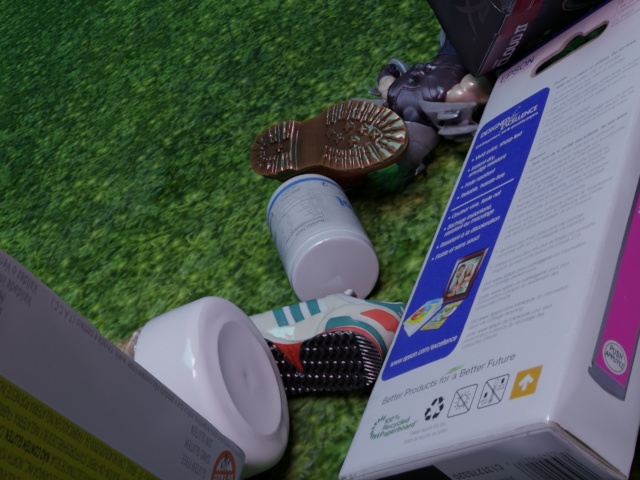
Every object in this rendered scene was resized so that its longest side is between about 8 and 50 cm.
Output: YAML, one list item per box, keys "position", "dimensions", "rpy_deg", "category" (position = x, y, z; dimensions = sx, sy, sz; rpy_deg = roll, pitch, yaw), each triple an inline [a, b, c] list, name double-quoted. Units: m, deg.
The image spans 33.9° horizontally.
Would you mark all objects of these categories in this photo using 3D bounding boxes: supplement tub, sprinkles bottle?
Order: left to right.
- position: [-0.199, 0.157, 0.740]
  dimensions: [0.355, 0.121, 0.121]
  rpy_deg: [-24, 34, 18]
  category: "sprinkles bottle"
- position: [0.000, 0.000, 0.827]
  dimensions: [0.071, 0.071, 0.107]
  rpy_deg: [-31, 34, 4]
  category: "supplement tub"

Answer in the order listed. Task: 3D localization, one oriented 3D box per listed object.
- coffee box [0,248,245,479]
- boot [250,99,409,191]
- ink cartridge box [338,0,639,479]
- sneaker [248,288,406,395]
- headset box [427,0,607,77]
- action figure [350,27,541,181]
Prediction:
- position: [-0.286, 0.170, 0.473]
  dimensions: [0.337, 0.338, 0.335]
  rpy_deg: [7, 65, 22]
  category: "coffee box"
- position: [0.024, -0.074, 0.887]
  dimensions: [0.157, 0.084, 0.059]
  rpy_deg: [-4, 72, 43]
  category: "boot"
- position: [0.140, -0.008, 0.659]
  dimensions: [0.175, 0.069, 0.371]
  rpy_deg: [-30, 29, 50]
  category: "ink cartridge box"
- position: [-0.006, 0.071, 0.769]
  dimensions: [0.161, 0.057, 0.075]
  rpy_deg: [-7, 21, 40]
  category: "sneaker"
- position: [0.208, -0.252, 0.763]
  dimensions: [0.293, 0.218, 0.110]
  rpy_deg: [-24, 72, -15]
  category: "headset box"
- position: [0.134, -0.169, 0.910]
  dimensions: [0.185, 0.099, 0.285]
  rpy_deg: [17, 73, 42]
  category: "action figure"
